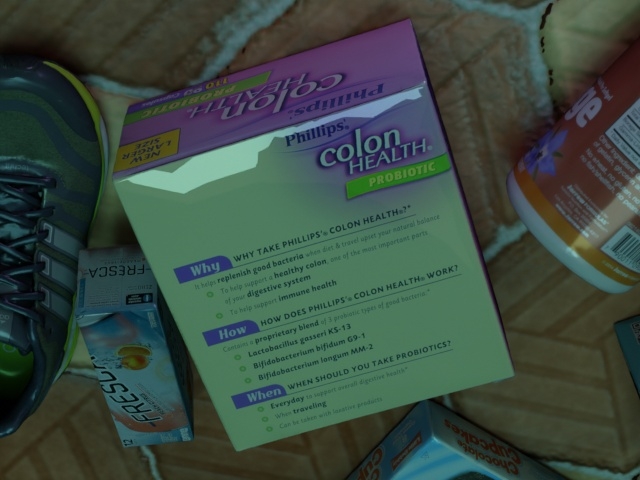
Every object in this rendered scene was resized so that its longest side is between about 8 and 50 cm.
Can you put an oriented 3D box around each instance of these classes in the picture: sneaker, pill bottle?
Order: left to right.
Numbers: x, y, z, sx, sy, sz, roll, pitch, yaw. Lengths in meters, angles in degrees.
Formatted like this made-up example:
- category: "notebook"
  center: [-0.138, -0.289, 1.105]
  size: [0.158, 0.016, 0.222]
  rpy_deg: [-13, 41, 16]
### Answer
- category: "sneaker"
  center: [-0.212, 0.013, 0.921]
  size: [0.111, 0.121, 0.300]
  rpy_deg: [4, 120, -5]
- category: "pill bottle"
  center: [0.239, -0.076, 0.887]
  size: [0.121, 0.121, 0.216]
  rpy_deg: [34, 113, -20]

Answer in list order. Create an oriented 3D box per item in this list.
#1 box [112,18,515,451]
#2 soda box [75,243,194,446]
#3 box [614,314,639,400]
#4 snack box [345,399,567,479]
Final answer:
- category: "box"
  center: [0.000, 0.000, 0.924]
  size: [0.214, 0.117, 0.243]
  rpy_deg: [-17, 120, 8]
- category: "soda box"
  center: [-0.134, 0.081, 0.965]
  size: [0.058, 0.063, 0.183]
  rpy_deg: [-6, 141, 1]
- category: "box"
  center: [0.306, 0.177, 1.048]
  size: [0.060, 0.100, 0.244]
  rpy_deg: [-20, 119, 10]
- category: "snack box"
  center: [0.067, 0.298, 1.133]
  size: [0.187, 0.060, 0.322]
  rpy_deg: [31, 114, -19]
